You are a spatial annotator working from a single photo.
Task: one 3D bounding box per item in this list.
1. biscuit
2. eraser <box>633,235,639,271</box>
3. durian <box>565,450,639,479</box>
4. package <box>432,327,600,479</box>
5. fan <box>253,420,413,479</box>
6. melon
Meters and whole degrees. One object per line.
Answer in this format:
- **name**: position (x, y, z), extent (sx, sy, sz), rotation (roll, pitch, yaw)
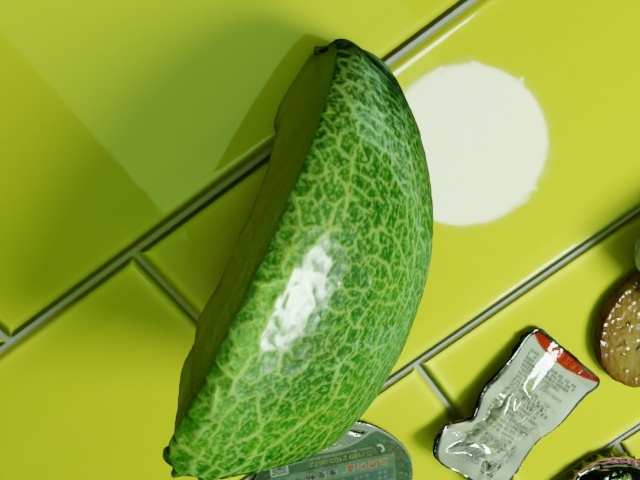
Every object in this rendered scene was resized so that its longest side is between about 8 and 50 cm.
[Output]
- **biscuit**: position (0.450, 0.112, 0.743), extent (0.187, 0.027, 0.188), rotation (-3, 110, -9)
- **eraser**: position (0.490, 0.041, 0.666), extent (0.227, 0.081, 0.174), rotation (42, 76, -16)
- **durian**: position (0.435, 0.380, 0.827), extent (0.186, 0.119, 0.108), rotation (-13, 152, 6)
- **package**: position (0.260, 0.238, 0.754), extent (0.166, 0.040, 0.232), rotation (36, 93, -25)
- **fan**: position (-0.010, 0.298, 0.736), extent (0.223, 0.012, 0.294), rotation (-35, 114, 5)
- **melon**: position (0.000, 0.000, 0.520), extent (0.331, 0.226, 0.343), rotation (1, 119, -52)
